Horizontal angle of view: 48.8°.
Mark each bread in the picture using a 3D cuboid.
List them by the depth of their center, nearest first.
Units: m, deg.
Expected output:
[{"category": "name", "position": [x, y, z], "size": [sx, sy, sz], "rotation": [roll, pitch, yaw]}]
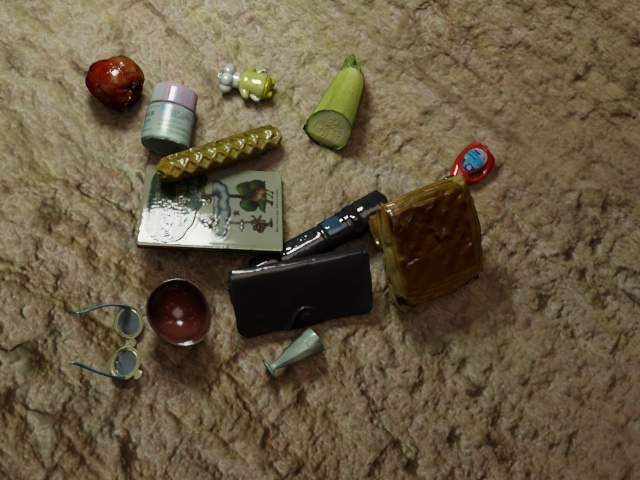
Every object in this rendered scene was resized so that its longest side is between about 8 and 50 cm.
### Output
[{"category": "bread", "position": [0.273, -0.002, 1.863], "size": [0.277, 0.167, 0.325], "rotation": [-22, 115, -13]}, {"category": "bread", "position": [-0.268, -0.235, 1.896], "size": [0.367, 0.077, 0.084], "rotation": [-23, 49, -25]}]

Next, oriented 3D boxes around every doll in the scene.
[{"category": "doll", "position": [-0.211, -0.447, 1.995], "size": [0.162, 0.062, 0.106], "rotation": [14, 71, -4]}]

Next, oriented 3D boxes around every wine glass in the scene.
[{"category": "wine glass", "position": [-0.071, 0.294, 1.829], "size": [0.155, 0.073, 0.073], "rotation": [-31, 82, -10]}]

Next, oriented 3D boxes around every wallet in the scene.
[{"category": "wallet", "position": [-0.051, 0.136, 1.835], "size": [0.377, 0.051, 0.197], "rotation": [-10, 110, -10]}]

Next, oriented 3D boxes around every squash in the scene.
[{"category": "squash", "position": [0.072, -0.407, 1.990], "size": [0.137, 0.137, 0.288], "rotation": [27, 73, 0]}]

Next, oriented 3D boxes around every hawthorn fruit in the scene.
[{"category": "hawthorn fruit", "position": [-0.565, -0.433, 1.912], "size": [0.171, 0.148, 0.148], "rotation": [20, 74, 18]}]

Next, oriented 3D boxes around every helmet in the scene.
[{"category": "helmet", "position": [-0.357, 0.188, 1.797], "size": [0.175, 0.106, 0.155], "rotation": [43, 74, 0]}]

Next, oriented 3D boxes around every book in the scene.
[{"category": "book", "position": [-0.284, -0.084, 1.864], "size": [0.370, 0.043, 0.261], "rotation": [2, 56, -8]}]

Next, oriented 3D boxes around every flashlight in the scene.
[{"category": "flashlight", "position": [0.000, 0.000, 1.894], "size": [0.423, 0.103, 0.103], "rotation": [-30, 82, -11]}]

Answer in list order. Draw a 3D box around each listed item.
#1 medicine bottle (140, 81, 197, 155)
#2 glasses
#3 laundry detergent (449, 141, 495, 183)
[{"category": "medicine bottle", "position": [-0.405, -0.326, 1.904], "size": [0.135, 0.135, 0.169], "rotation": [11, 75, -4]}, {"category": "glasses", "position": [-0.537, 0.243, 1.728], "size": [0.088, 0.220, 0.190], "rotation": [-6, 75, 32]}, {"category": "laundry detergent", "position": [0.421, -0.202, 2.023], "size": [0.165, 0.049, 0.097], "rotation": [-44, 89, -12]}]
